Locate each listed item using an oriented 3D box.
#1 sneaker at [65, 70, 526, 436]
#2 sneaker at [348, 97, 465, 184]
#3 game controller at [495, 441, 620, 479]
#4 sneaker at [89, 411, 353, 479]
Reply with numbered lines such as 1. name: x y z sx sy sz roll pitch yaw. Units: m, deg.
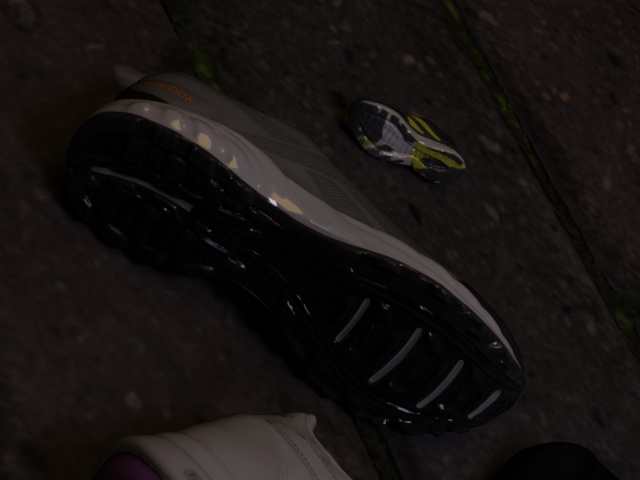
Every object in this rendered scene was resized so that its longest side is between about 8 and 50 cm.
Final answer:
1. sneaker: 0.000 0.000 0.978 0.271 0.100 0.108 37 33 -7
2. sneaker: 0.051 -0.064 1.140 0.083 0.031 0.035 32 25 -20
3. game controller: 0.212 0.237 0.976 0.319 0.067 0.166 41 23 -3
4. sneaker: 0.029 0.195 0.798 0.152 0.114 0.305 -15 65 -46
